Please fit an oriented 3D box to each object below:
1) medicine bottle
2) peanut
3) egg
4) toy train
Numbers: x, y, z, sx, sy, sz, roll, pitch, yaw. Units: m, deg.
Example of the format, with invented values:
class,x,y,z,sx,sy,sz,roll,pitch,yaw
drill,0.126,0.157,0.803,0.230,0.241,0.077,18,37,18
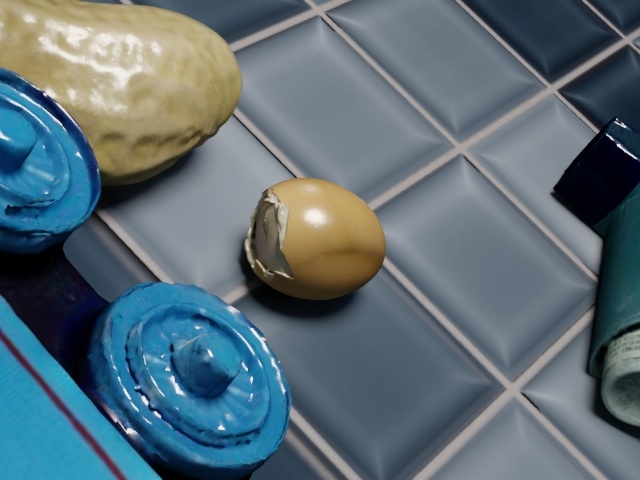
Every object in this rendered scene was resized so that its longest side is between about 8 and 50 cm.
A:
class,x,y,z,sx,sy,sz,roll,pitch,yaw
medicine bottle,0.241,0.022,1.062,0.124,0.079,0.258,30,42,-13
peanut,-0.175,-0.094,0.870,0.274,0.111,0.125,3,66,-28
egg,0.000,0.000,0.915,0.096,0.080,0.080,7,48,-24
toy train,-0.181,0.071,0.614,0.300,0.188,0.265,48,33,1
